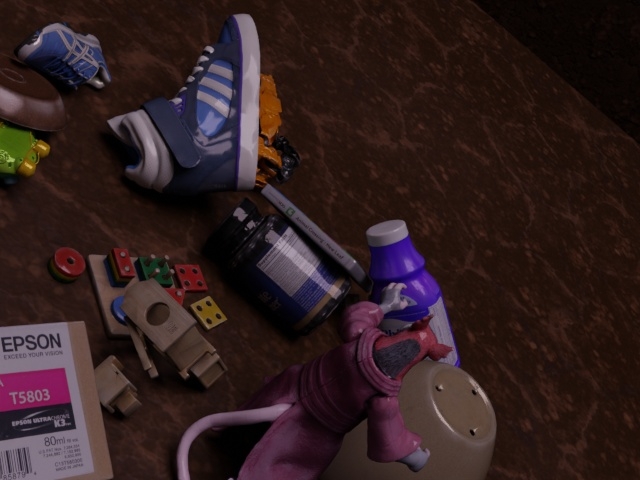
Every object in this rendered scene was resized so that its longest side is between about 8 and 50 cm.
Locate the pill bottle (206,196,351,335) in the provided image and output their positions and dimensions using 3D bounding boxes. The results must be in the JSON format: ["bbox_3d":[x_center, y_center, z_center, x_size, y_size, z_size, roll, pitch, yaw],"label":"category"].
[{"bbox_3d":[-0.067,0.037,1.578,0.219,0.123,0.123,42,35,-5],"label":"pill bottle"}]

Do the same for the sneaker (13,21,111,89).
[{"bbox_3d":[-0.395,-0.286,1.572,0.081,0.080,0.211,59,21,6],"label":"sneaker"}]

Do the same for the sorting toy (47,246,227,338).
[{"bbox_3d":[-0.244,0.072,1.426,0.275,0.046,0.132,6,51,-43],"label":"sorting toy"}]

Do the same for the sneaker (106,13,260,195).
[{"bbox_3d":[-0.221,-0.226,1.602,0.236,0.130,0.322,2,71,-10],"label":"sneaker"}]

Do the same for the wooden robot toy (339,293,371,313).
[{"bbox_3d":[0.114,0.139,1.716,0.173,0.076,0.079,18,54,-34],"label":"wooden robot toy"}]

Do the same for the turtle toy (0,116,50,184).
[{"bbox_3d":[-0.436,-0.128,1.408,0.095,0.066,0.130,34,36,-12],"label":"turtle toy"}]

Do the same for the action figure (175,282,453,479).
[{"bbox_3d":[0.008,0.186,1.287,0.276,0.370,0.248,10,49,-42],"label":"action figure"}]

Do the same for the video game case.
[{"bbox_3d":[0.000,0.000,1.641,0.193,0.023,0.212,42,-2,16],"label":"video game case"}]

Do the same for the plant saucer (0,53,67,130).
[{"bbox_3d":[-0.454,-0.227,1.456,0.199,0.036,0.198,29,18,-10],"label":"plant saucer"}]

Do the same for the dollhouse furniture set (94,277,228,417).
[{"bbox_3d":[-0.234,0.164,1.334,0.161,0.182,0.101,-43,64,-14],"label":"dollhouse furniture set"}]

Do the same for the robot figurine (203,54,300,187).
[{"bbox_3d":[-0.141,-0.210,1.783,0.211,0.085,0.291,22,41,-30],"label":"robot figurine"}]

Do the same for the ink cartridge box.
[{"bbox_3d":[-0.361,0.195,1.105,0.235,0.088,0.193,-1,74,-46],"label":"ink cartridge box"}]

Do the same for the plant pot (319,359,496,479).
[{"bbox_3d":[0.149,0.288,1.494,0.284,0.191,0.284,27,40,-25],"label":"plant pot"}]

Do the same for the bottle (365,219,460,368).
[{"bbox_3d":[0.143,0.107,1.633,0.092,0.118,0.282,-47,125,-59],"label":"bottle"}]
